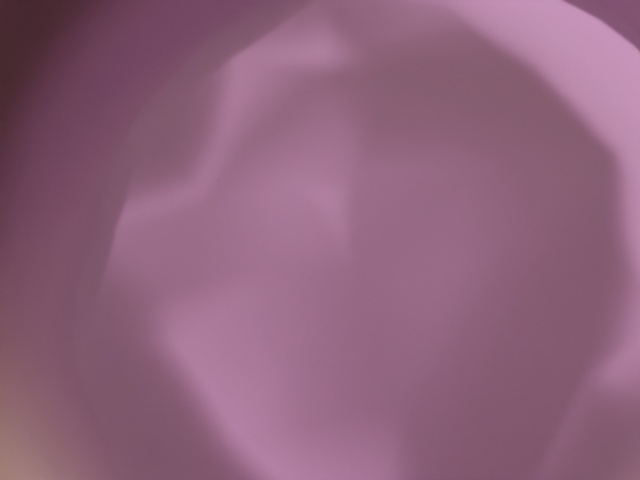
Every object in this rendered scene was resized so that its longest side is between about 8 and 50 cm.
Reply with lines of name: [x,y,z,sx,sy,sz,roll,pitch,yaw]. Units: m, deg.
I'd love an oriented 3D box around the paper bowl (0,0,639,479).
paper bowl: [0.000,0.000,0.532,0.284,0.148,0.284,-3,103,-12]
